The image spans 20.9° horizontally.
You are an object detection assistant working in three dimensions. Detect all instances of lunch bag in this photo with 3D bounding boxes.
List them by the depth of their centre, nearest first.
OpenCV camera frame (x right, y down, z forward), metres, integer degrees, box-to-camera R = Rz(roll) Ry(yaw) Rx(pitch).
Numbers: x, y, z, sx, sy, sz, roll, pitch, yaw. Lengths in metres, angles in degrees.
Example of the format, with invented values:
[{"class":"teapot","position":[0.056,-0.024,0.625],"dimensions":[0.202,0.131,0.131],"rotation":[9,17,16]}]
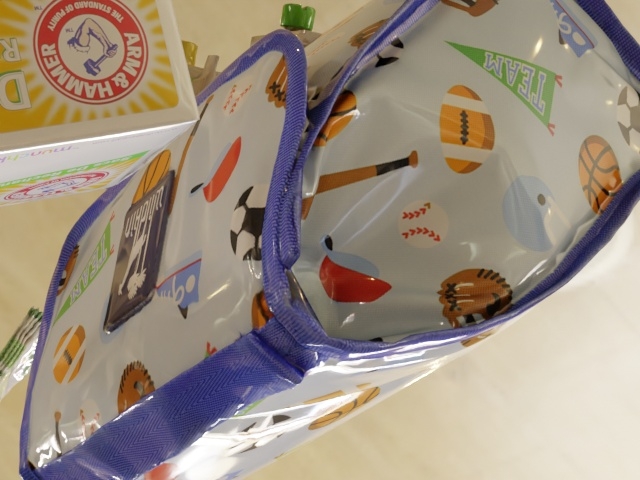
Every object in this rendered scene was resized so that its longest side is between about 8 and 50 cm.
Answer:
[{"class":"lunch bag","position":[0.000,0.000,1.101],"dimensions":[0.239,0.385,0.328],"rotation":[49,-42,-5]}]

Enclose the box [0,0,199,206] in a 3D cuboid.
[{"class":"box","position":[-0.159,-0.065,0.588],"dimensions":[0.203,0.114,0.103],"rotation":[-12,-7,-25]}]

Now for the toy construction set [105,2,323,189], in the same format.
[{"class":"toy construction set","position":[-0.088,-0.138,1.696],"dimensions":[0.257,0.237,0.309],"rotation":[17,-1,-1]}]

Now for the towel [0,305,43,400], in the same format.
[{"class":"towel","position":[-0.289,0.141,1.530],"dimensions":[0.023,0.152,0.113],"rotation":[28,-40,0]}]
